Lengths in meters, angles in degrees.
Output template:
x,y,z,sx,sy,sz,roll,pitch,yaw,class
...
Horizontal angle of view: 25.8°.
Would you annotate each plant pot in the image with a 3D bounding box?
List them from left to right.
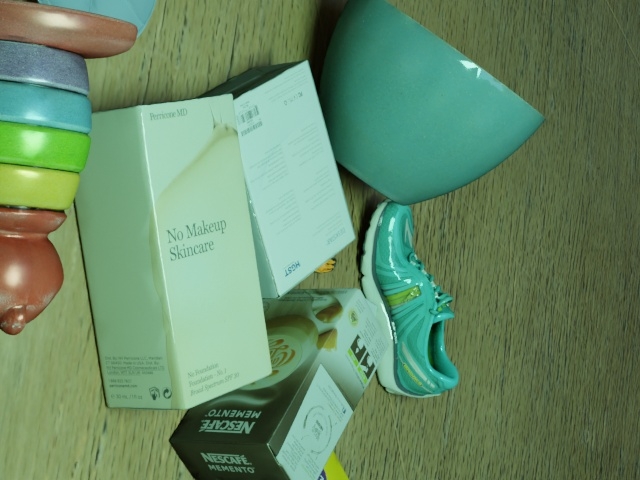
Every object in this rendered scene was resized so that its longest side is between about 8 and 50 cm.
x,y,z,sx,sy,sz,roll,pitch,yaw,class
0.109,-0.161,1.769,0.195,0.290,0.290,-54,142,8,plant pot

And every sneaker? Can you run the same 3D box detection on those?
x,y,z,sx,sy,sz,roll,pitch,yaw,class
0.129,0.076,1.878,0.107,0.110,0.275,-23,106,-54,sneaker

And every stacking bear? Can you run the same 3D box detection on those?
x,y,z,sx,sy,sz,roll,pitch,yaw,class
-0.283,-0.062,1.263,0.164,0.175,0.289,5,91,-57,stacking bear

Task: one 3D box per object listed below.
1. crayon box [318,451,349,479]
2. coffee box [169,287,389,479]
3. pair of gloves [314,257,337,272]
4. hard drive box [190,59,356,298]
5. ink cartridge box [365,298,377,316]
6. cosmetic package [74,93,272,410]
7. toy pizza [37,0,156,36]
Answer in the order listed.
x,y,z,sx,sy,sz,roll,pitch,yaw,class
0.002,0.453,1.567,0.363,0.106,0.313,-81,150,-55,crayon box
-0.042,0.171,1.595,0.098,0.141,0.246,62,41,-32,coffee box
0.000,0.000,1.784,0.074,0.010,0.083,3,84,-55,pair of gloves
-0.064,-0.071,1.629,0.181,0.089,0.232,-36,116,-51,hard drive box
0.039,0.129,1.814,0.063,0.029,0.115,32,63,-50,ink cartridge box
-0.157,0.009,1.468,0.160,0.113,0.309,-19,103,-54,cosmetic package
-0.240,-0.293,1.444,0.201,0.032,0.201,5,84,-56,toy pizza
